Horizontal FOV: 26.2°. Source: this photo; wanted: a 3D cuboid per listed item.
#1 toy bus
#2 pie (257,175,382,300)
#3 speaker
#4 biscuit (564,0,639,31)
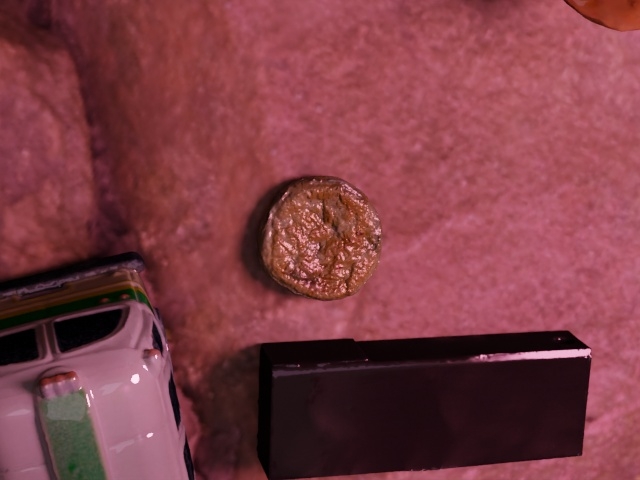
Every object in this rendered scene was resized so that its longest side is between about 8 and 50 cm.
[{"bbox_3d":[-0.131,0.164,0.804,0.133,0.165,0.276,-14,107,-10],"label":"toy bus"},{"bbox_3d":[0.001,-0.001,0.871,0.084,0.021,0.084,-2,102,-11],"label":"pie"},{"bbox_3d":[0.068,0.105,0.905,0.218,0.044,0.082,-3,105,-15],"label":"speaker"},{"bbox_3d":[0.168,-0.307,0.770,0.269,0.051,0.376,0,106,13],"label":"biscuit"}]
